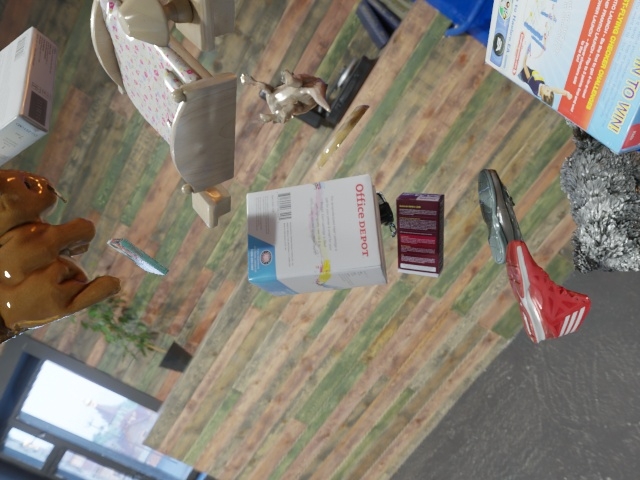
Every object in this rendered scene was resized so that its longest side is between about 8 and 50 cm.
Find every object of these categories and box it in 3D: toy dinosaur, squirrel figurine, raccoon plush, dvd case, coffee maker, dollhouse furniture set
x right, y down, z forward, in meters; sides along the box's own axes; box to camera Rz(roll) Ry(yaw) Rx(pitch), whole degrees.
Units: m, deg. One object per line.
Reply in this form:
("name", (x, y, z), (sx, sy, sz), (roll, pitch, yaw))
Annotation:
("toy dinosaur", (-0.054, -0.355, 1.046), (0.295, 0.127, 0.200), (10, 23, 44))
("squirrel figurine", (-0.740, 0.031, 0.995), (0.396, 0.371, 0.281), (-28, 12, -34))
("raccoon plush", (0.677, -0.118, 1.081), (0.216, 0.446, 0.299), (-25, 31, 53))
("dvd case", (-0.307, 0.026, 0.712), (0.119, 0.087, 0.013), (-2, 50, 54))
("coffee maker", (0.159, -0.071, 1.488), (0.178, 0.171, 0.120), (-24, -28, -25))
("dollhouse furniture set", (-0.241, -0.192, 0.419), (0.173, 0.303, 0.356), (-31, -23, -29))

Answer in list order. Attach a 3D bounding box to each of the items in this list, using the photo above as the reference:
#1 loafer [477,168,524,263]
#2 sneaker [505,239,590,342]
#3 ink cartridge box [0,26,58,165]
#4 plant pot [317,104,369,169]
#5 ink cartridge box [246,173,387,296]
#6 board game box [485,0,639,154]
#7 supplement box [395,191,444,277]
("loafer", (0.502, -0.070, 1.179), (0.096, 0.084, 0.268), (105, 157, -82))
("sneaker", (0.480, 0.095, 0.900), (0.128, 0.221, 0.087), (-14, 4, 8))
("ink cartridge box", (-0.626, -0.257, 0.825), (0.238, 0.060, 0.275), (-27, 57, 15))
("plant pot", (0.059, -0.312, 1.265), (0.236, 0.032, 0.236), (-50, 7, 9))
("ink cartridge box", (0.000, 0.000, 0.939), (0.197, 0.269, 0.198), (53, -149, -69))
("board game box", (0.335, -0.317, 0.507), (0.308, 0.086, 0.302), (81, 171, -45))
("supplement box", (0.299, -0.018, 1.274), (0.073, 0.130, 0.240), (-39, -50, -54))
